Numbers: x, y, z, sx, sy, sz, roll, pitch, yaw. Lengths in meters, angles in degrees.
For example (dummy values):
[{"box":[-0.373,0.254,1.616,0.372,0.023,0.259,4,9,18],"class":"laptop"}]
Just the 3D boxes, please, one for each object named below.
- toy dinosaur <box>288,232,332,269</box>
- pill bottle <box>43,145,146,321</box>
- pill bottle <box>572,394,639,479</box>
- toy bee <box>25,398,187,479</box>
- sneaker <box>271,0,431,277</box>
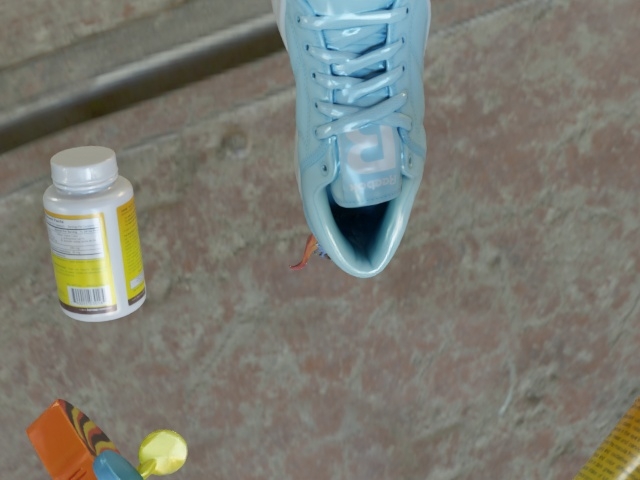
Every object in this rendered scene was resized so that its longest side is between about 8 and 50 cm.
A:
[{"box":[0.000,0.000,1.563,0.047,0.082,0.090,40,77,23],"class":"toy dinosaur"},{"box":[-0.298,-0.010,1.635,0.117,0.215,0.117,-3,23,1],"class":"pill bottle"},{"box":[0.240,0.169,0.802,0.136,0.136,0.246,39,86,16],"class":"pill bottle"},{"box":[-0.220,0.312,1.343,0.195,0.162,0.298,-28,46,17],"class":"toy bee"},{"box":[0.041,-0.112,1.040,0.135,0.366,0.150,-14,50,-5],"class":"sneaker"}]
